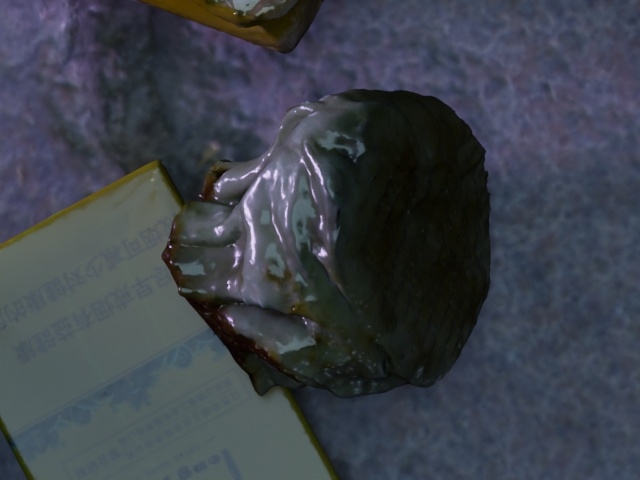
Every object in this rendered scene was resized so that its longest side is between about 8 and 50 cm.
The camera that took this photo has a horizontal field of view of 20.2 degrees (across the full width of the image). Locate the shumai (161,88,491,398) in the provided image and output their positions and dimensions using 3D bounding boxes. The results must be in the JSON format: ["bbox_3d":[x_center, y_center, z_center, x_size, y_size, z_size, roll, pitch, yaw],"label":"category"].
[{"bbox_3d":[0.004,-0.001,0.986,0.142,0.184,0.184,8,83,32],"label":"shumai"}]

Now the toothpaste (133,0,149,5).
[{"bbox_3d":[-0.121,-0.298,1.046,0.100,0.066,0.323,-16,81,10],"label":"toothpaste"}]

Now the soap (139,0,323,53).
[{"bbox_3d":[-0.119,-0.242,0.960,0.315,0.091,0.199,23,81,6],"label":"soap"}]

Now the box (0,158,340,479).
[{"bbox_3d":[-0.090,0.110,1.011,0.153,0.041,0.279,-29,85,-3],"label":"box"}]
